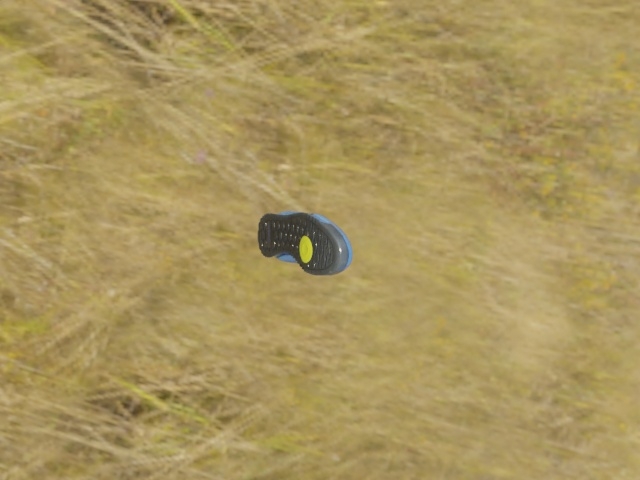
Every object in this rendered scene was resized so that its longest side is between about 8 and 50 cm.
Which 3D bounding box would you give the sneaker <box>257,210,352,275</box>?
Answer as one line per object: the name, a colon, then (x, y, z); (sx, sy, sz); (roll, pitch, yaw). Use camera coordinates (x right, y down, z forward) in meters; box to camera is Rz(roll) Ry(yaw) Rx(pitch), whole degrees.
sneaker: (0.000, 0.000, 1.312); (0.082, 0.209, 0.069); (1, 95, -26)
